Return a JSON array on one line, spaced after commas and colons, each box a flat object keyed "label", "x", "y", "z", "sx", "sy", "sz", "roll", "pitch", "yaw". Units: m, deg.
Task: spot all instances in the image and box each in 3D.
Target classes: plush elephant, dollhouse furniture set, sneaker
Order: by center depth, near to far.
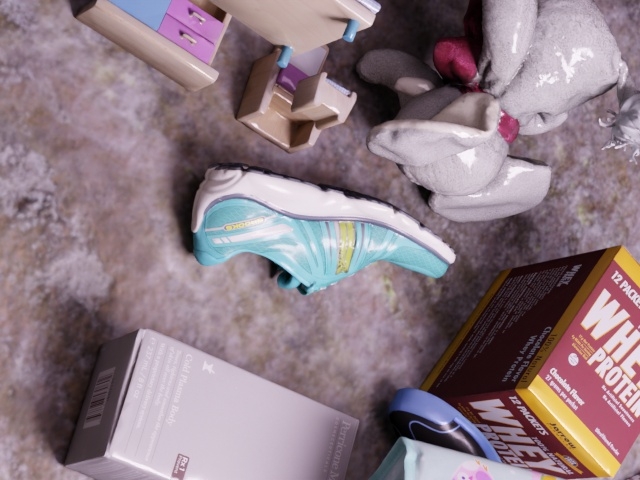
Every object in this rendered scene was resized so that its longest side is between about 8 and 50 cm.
[{"label": "dollhouse furniture set", "x": -0.026, "y": -0.256, "z": 1.611, "sx": 0.286, "sy": 0.303, "sz": 0.198, "roll": 31, "pitch": 67, "yaw": -24}, {"label": "sneaker", "x": 0.000, "y": 0.000, "z": 1.721, "sx": 0.275, "sy": 0.107, "sz": 0.110, "roll": 13, "pitch": 94, "yaw": -25}, {"label": "sneaker", "x": 0.134, "y": 0.251, "z": 1.754, "sx": 0.232, "sy": 0.081, "sz": 0.090, "roll": 50, "pitch": 55, "yaw": -15}, {"label": "plush elephant", "x": 0.157, "y": -0.153, "z": 1.764, "sx": 0.255, "sy": 0.272, "sz": 0.330, "roll": -29, "pitch": 60, "yaw": 2}]

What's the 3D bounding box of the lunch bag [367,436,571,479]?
[{"label": "lunch bag", "x": 0.115, "y": 0.317, "z": 1.623, "sx": 0.223, "sy": 0.262, "sz": 0.160, "roll": 15, "pitch": 45, "yaw": -18}]

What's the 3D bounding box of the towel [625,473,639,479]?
[{"label": "towel", "x": 0.325, "y": 0.331, "z": 1.890, "sx": 0.197, "sy": 0.029, "sz": 0.144, "roll": -19, "pitch": 92, "yaw": -33}]

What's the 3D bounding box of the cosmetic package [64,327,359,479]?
[{"label": "cosmetic package", "x": -0.095, "y": 0.182, "z": 1.610, "sx": 0.238, "sy": 0.107, "sz": 0.127, "roll": 23, "pitch": 67, "yaw": -24}]

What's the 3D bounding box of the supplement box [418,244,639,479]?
[{"label": "supplement box", "x": 0.231, "y": 0.126, "z": 1.768, "sx": 0.129, "sy": 0.194, "sz": 0.191, "roll": 47, "pitch": 61, "yaw": -17}]
